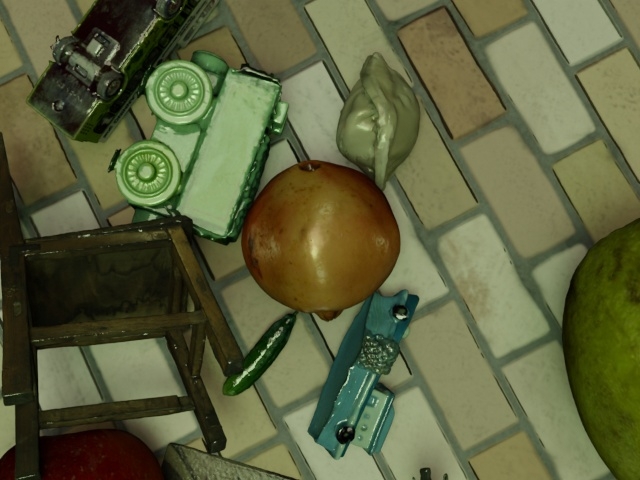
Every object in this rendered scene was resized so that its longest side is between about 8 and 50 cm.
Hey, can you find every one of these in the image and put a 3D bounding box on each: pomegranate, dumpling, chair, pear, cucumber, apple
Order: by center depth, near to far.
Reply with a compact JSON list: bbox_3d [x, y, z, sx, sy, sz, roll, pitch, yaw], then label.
[{"bbox_3d":[0.459,0.154,0.824,0.352,0.352,0.413,-29,87,-1],"label":"pear"},{"bbox_3d":[-0.299,0.335,0.885,0.218,0.218,0.201,-8,69,1],"label":"apple"},{"bbox_3d":[-0.270,0.054,0.895,0.240,0.203,0.416,-6,47,-20],"label":"chair"},{"bbox_3d":[0.001,-0.006,0.929,0.209,0.209,0.209,0,83,2],"label":"pomegranate"},{"bbox_3d":[0.078,-0.166,0.980,0.118,0.136,0.199,-7,72,9],"label":"dumpling"},{"bbox_3d":[-0.078,0.156,0.990,0.037,0.037,0.155,40,87,7],"label":"cucumber"}]

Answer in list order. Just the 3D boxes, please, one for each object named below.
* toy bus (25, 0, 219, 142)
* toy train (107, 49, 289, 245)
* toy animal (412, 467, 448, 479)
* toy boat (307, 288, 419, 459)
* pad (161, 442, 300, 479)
[{"bbox_3d":[-0.272,-0.281,1.010,0.113,0.139,0.301,38,94,7],"label":"toy bus"},{"bbox_3d":[-0.163,-0.120,0.975,0.188,0.159,0.271,19,83,-4],"label":"toy train"},{"bbox_3d":[0.155,0.396,0.900,0.082,0.137,0.269,-11,90,4],"label":"toy animal"},{"bbox_3d":[0.071,0.175,0.954,0.098,0.109,0.238,23,87,-15],"label":"toy boat"},{"bbox_3d":[-0.150,0.463,0.968,0.220,0.004,0.330,14,83,4],"label":"pad"}]
